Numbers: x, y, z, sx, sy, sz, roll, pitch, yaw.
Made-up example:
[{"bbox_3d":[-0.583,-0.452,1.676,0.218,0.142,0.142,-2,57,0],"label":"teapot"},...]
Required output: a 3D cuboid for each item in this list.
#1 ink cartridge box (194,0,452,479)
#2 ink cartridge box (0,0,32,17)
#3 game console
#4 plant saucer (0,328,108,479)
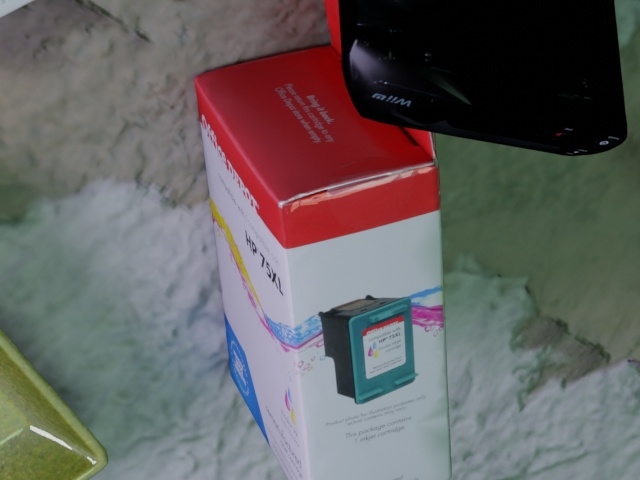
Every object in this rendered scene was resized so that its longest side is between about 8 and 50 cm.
[{"bbox_3d":[0.000,0.000,0.779,0.078,0.134,0.231,-15,123,-15],"label":"ink cartridge box"},{"bbox_3d":[-0.140,-0.170,0.641,0.225,0.056,0.181,-33,147,-19],"label":"ink cartridge box"},{"bbox_3d":[0.152,-0.135,0.756,0.361,0.044,0.213,7,74,-37],"label":"game console"},{"bbox_3d":[-0.229,0.092,0.786,0.188,0.045,0.188,-35,127,-2],"label":"plant saucer"}]
